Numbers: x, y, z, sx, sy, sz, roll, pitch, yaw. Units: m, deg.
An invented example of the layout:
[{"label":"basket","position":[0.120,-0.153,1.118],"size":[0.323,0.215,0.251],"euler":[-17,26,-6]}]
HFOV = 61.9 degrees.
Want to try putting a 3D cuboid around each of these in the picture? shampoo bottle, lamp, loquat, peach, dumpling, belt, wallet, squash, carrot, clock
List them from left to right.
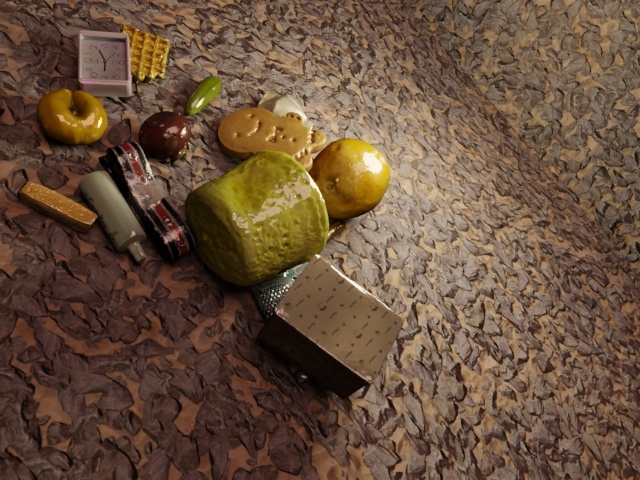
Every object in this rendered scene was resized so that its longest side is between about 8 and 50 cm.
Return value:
[{"label":"peach","position":[-0.684,-0.343,1.475],"size":[0.179,0.103,0.179],"euler":[18,49,-21]},{"label":"clock","position":[-0.650,-0.535,1.616],"size":[0.150,0.063,0.197],"euler":[-2,69,-18]},{"label":"shampoo bottle","position":[-0.529,-0.056,1.390],"size":[0.085,0.085,0.262],"euler":[-25,76,-42]},{"label":"belt","position":[-0.465,-0.105,1.442],"size":[0.094,0.126,0.360],"euler":[-29,79,-41]},{"label":"lamp","position":[-0.455,-0.306,1.588],"size":[0.157,0.135,0.156],"euler":[-24,41,-15]},{"label":"squash","position":[-0.395,-0.486,1.794],"size":[0.066,0.066,0.201],"euler":[34,54,-9]},{"label":"dumpling","position":[-0.143,-0.437,1.900],"size":[0.166,0.126,0.216],"euler":[-39,94,-17]},{"label":"wallet","position":[-0.043,0.215,1.537],"size":[0.237,0.075,0.342],"euler":[-15,70,-36]},{"label":"carrot","position":[0.000,0.000,1.734],"size":[0.049,0.049,0.254],"euler":[48,50,4]},{"label":"loquat","position":[0.101,-0.199,1.792],"size":[0.283,0.276,0.276],"euler":[3,56,-55]}]

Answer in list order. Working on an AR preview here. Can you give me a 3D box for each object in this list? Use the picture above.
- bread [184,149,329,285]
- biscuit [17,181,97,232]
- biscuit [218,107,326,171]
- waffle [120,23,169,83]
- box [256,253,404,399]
[{"label":"bread","position":[-0.175,-0.052,1.449],"size":[0.307,0.348,0.348],"euler":[-31,79,-39]},{"label":"biscuit","position":[-0.660,-0.081,1.342],"size":[0.188,0.056,0.052],"euler":[29,46,-12]},{"label":"biscuit","position":[-0.166,-0.334,1.741],"size":[0.354,0.052,0.275],"euler":[24,60,14]},{"label":"waffle","position":[-0.582,-0.597,1.748],"size":[0.160,0.055,0.211],"euler":[11,55,-25]},{"label":"box","position":[0.023,0.227,1.400],"size":[0.297,0.190,0.225],"euler":[37,53,-1]}]
